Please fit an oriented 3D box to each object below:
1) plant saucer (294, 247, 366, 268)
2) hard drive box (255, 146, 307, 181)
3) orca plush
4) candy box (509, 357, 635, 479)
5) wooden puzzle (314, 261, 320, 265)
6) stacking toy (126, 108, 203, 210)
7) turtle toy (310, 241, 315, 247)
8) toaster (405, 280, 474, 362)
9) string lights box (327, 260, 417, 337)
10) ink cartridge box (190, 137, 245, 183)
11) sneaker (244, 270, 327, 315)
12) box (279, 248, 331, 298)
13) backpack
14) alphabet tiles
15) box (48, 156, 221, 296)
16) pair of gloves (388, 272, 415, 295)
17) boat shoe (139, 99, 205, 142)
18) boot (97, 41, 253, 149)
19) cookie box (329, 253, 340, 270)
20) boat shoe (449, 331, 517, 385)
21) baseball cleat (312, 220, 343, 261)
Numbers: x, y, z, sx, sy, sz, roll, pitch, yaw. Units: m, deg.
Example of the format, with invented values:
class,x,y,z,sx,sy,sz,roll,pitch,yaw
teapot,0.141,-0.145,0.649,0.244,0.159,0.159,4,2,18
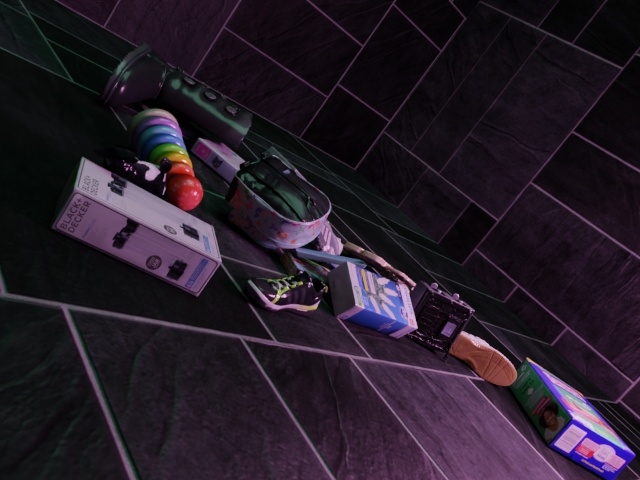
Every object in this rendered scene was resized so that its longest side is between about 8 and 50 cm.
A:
class,x,y,z,sx,sy,sz,roll,pitch,yaw
plant saucer,0.024,0.048,1.623,0.192,0.018,0.067,11,8,-8
hard drive box,-0.105,-0.212,2.223,0.181,0.089,0.232,47,2,41
orca plush,-0.372,-0.112,1.264,0.287,0.151,0.102,139,-66,-72
candy box,0.756,0.542,1.874,0.268,0.122,0.317,32,13,-17
wooden puzzle,0.004,0.091,1.765,0.049,0.006,0.083,33,14,-14
stacking toy,-0.380,-0.196,1.530,0.141,0.141,0.330,23,23,-45
turtle toy,0.019,0.009,1.951,0.095,0.066,0.130,43,15,24
toaster,0.332,0.229,1.791,0.168,0.185,0.110,26,13,-11
string lights box,0.140,0.162,1.623,0.260,0.077,0.133,24,44,-41
ink cartridge box,-0.268,-0.222,2.030,0.311,0.065,0.186,37,12,11
sneaker,-0.070,0.100,1.352,0.084,0.097,0.235,45,16,33
box,-0.005,0.102,1.640,0.207,0.036,0.114,27,16,-35
backpack,-0.109,-0.090,1.649,0.253,0.191,0.225,34,36,16
alphabet tiles,0.187,0.075,2.038,0.278,0.021,0.284,27,-5,31
box,-0.336,-0.025,1.134,0.290,0.087,0.169,30,15,-26
pair of gloves,0.337,0.198,1.994,0.240,0.042,0.204,38,4,40
boat shoe,-0.500,-0.428,2.106,0.254,0.079,0.095,35,14,-4
boot,-0.444,-0.427,1.971,0.445,0.146,0.367,35,36,-17
cookie box,0.077,0.099,1.778,0.107,0.040,0.092,40,-12,13
boat shoe,0.491,0.350,1.914,0.277,0.098,0.096,35,14,-1
baseball cleat,0.000,0.000,1.798,0.072,0.109,0.206,-1,-34,41
